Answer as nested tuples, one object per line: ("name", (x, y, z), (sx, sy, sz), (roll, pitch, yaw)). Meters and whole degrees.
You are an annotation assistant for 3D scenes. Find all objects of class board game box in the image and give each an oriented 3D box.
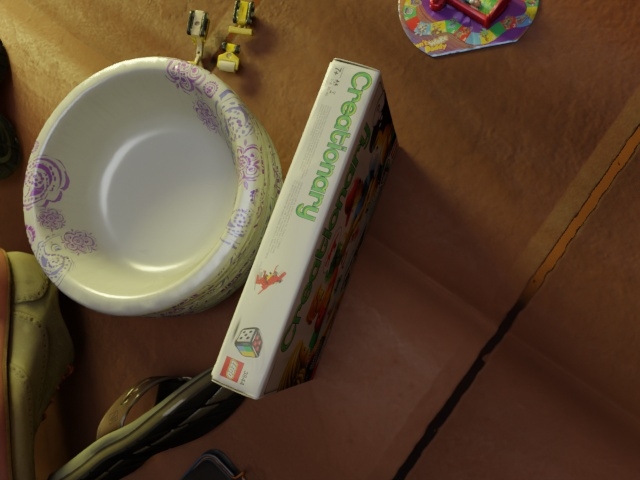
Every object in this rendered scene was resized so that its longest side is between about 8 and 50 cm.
("board game box", (0.178, -0.299, 0.639), (0.168, 0.033, 0.133), (-6, 79, 13))
("board game box", (0.000, 0.000, 0.549), (0.053, 0.193, 0.306), (19, 86, 16))

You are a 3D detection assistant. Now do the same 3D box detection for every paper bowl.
("paper bowl", (-0.182, -0.052, 0.624), (0.283, 0.148, 0.285), (-2, 81, 12))

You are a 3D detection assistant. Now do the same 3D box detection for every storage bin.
("storage bin", (-0.114, 0.306, 0.578), (0.135, 0.091, 0.098), (42, 92, 15))

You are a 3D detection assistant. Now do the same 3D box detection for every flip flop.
("flip flop", (-0.205, 0.208, 0.618), (0.277, 0.112, 0.080), (-34, 60, 11))

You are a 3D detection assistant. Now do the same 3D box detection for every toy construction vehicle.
("toy construction vehicle", (-0.133, -0.271, 0.712), (0.085, 0.035, 0.098), (7, 85, 3))

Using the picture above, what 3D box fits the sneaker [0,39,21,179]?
("sneaker", (-0.527, -0.208, 0.758), (0.130, 0.109, 0.287), (-17, 75, 16))

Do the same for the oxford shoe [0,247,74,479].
("oxford shoe", (-0.345, 0.171, 0.625), (0.122, 0.130, 0.349), (-22, 70, 32))
